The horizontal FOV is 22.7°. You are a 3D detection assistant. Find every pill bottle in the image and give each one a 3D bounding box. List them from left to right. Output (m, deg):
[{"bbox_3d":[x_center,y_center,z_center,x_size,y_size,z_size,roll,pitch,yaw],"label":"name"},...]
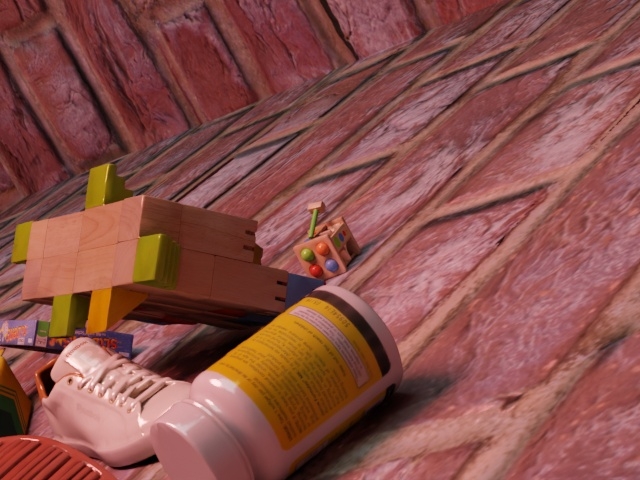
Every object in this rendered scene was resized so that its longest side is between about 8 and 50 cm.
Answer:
[{"bbox_3d":[-0.038,0.140,1.391,0.208,0.119,0.119,-35,14,-28],"label":"pill bottle"}]

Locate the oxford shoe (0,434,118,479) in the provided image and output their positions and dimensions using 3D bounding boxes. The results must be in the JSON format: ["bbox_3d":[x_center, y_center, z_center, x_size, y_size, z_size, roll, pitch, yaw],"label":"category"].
[{"bbox_3d":[-0.310,0.269,1.468,0.397,0.147,0.140,7,31,36],"label":"oxford shoe"}]

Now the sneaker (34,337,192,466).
[{"bbox_3d":[-0.225,0.165,1.694,0.106,0.123,0.290,-36,15,-36],"label":"sneaker"}]

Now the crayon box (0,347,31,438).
[{"bbox_3d":[-0.469,0.249,1.982,0.202,0.081,0.318,-29,13,0],"label":"crayon box"}]

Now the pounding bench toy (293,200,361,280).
[{"bbox_3d":[0.000,0.000,1.937,0.052,0.083,0.065,-22,14,29],"label":"pounding bench toy"}]

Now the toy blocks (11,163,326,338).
[{"bbox_3d":[-0.164,0.037,1.840,0.260,0.191,0.381,13,-13,-33],"label":"toy blocks"}]

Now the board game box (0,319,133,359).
[{"bbox_3d":[-0.348,0.131,2.109,0.136,0.035,0.201,11,-8,-27],"label":"board game box"}]
